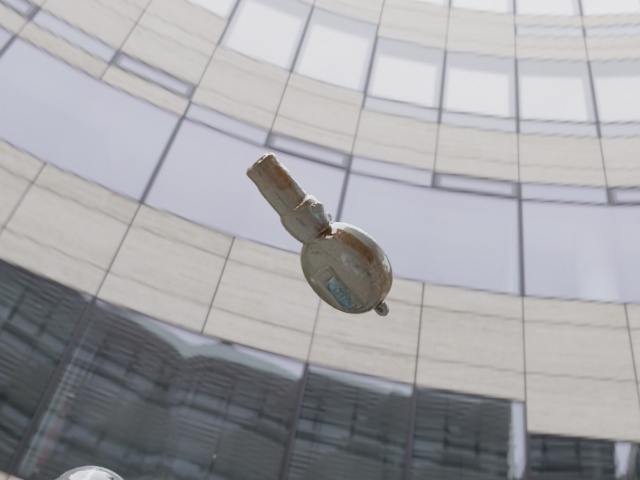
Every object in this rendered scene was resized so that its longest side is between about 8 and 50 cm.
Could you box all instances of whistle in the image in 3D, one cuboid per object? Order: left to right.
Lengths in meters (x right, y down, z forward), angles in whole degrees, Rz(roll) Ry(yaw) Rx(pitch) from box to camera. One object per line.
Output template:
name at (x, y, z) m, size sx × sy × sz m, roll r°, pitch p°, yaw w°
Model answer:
whistle at (0.000, 0.000, 0.965) m, size 0.220 × 0.057 × 0.107 m, roll 52°, pitch -37°, yaw -6°

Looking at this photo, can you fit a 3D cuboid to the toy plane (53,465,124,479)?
toy plane at (-0.158, 0.225, 0.622) m, size 0.244 × 0.118 × 0.245 m, roll 9°, pitch -33°, yaw 6°
